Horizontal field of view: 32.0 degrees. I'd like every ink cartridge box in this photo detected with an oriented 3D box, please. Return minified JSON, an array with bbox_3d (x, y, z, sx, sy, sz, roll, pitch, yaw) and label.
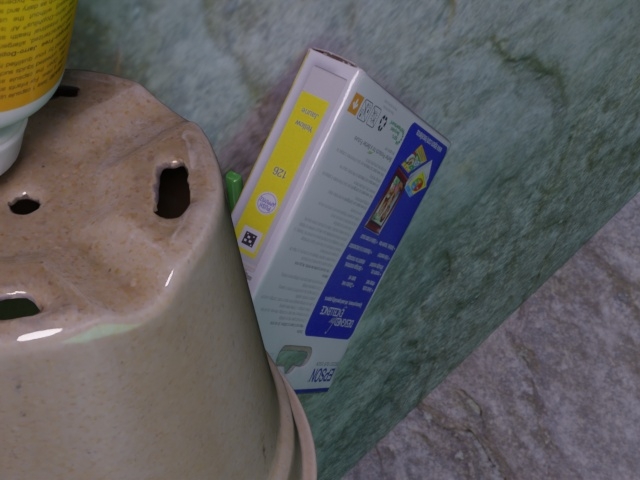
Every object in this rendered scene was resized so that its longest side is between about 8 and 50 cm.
[{"bbox_3d":[0.000,0.000,1.081,0.307,0.072,0.303,-62,159,4],"label":"ink cartridge box"}]

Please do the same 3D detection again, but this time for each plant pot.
[{"bbox_3d":[-0.165,0.071,0.718,0.334,0.334,0.305,-33,145,-28],"label":"plant pot"}]

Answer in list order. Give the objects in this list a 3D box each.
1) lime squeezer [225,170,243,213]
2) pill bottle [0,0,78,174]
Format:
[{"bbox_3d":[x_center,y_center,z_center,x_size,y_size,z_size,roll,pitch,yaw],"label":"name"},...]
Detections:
[{"bbox_3d":[-0.042,0.009,1.142,0.110,0.059,0.310,-48,159,10],"label":"lime squeezer"},{"bbox_3d":[-0.175,-0.127,0.539,0.117,0.117,0.208,-26,153,-40],"label":"pill bottle"}]
